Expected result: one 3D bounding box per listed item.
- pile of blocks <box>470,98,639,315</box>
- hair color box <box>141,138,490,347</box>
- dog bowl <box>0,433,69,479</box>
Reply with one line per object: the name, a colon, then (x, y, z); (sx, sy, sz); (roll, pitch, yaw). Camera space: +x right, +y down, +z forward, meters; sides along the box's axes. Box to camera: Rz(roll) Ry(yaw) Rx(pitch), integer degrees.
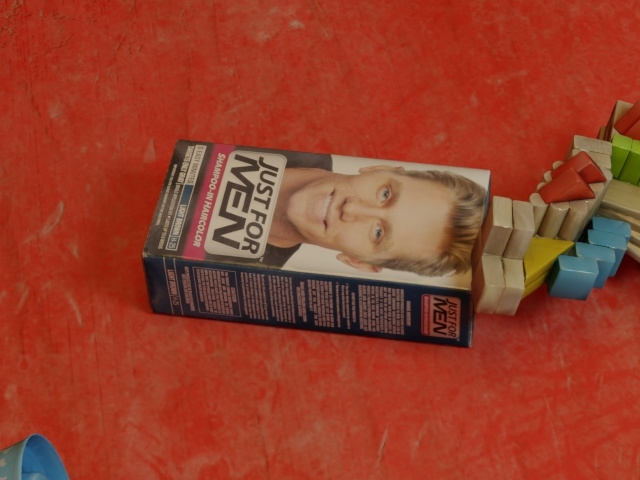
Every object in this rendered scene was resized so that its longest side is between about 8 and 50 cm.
pile of blocks: (0.289, -0.042, 1.801); (0.149, 0.113, 0.362); (35, 48, 18)
hair color box: (0.000, 0.000, 1.876); (0.347, 0.105, 0.174); (6, 51, 7)
dog bowl: (-0.276, 0.318, 1.592); (0.074, 0.166, 0.297); (-12, 49, 8)
